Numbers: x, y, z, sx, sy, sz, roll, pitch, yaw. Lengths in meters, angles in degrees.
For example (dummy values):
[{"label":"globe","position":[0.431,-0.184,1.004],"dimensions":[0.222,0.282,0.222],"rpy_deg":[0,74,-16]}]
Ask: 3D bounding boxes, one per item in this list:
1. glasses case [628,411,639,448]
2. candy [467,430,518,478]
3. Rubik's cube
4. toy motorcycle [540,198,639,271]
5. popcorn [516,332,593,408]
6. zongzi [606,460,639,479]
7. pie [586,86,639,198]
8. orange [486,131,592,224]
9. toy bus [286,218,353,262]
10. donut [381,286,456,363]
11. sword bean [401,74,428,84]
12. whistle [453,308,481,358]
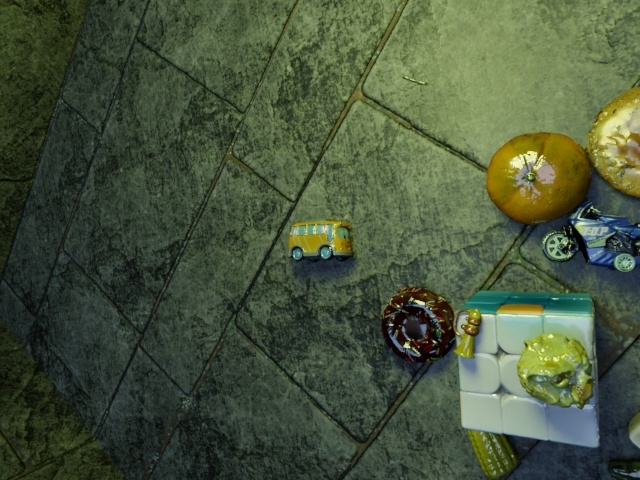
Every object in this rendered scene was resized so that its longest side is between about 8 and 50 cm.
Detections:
[{"label":"glasses case","position":[0.866,0.377,1.044],"dimensions":[0.144,0.076,0.337],"rpy_deg":[39,120,22]},{"label":"candy","position":[0.462,0.548,1.301],"dimensions":[0.106,0.094,0.199],"rpy_deg":[-34,72,32]},{"label":"Rubik's cube","position":[0.507,0.286,1.138],"dimensions":[0.290,0.291,0.291],"rpy_deg":[-2,93,29]},{"label":"toy motorcycle","position":[0.703,-0.010,1.114],"dimensions":[0.315,0.113,0.169],"rpy_deg":[8,89,19]},{"label":"popcorn","position":[0.463,0.257,0.930],"dimensions":[0.135,0.162,0.142],"rpy_deg":[153,127,-62]},{"label":"zongzi","position":[0.781,0.602,1.158],"dimensions":[0.104,0.052,0.113],"rpy_deg":[-15,100,36]},{"label":"pie","position":[0.757,-0.228,1.077],"dimensions":[0.273,0.069,0.274],"rpy_deg":[-4,83,40]},{"label":"orange","position":[0.535,-0.156,1.155],"dimensions":[0.240,0.171,0.240],"rpy_deg":[2,94,27]},{"label":"toy bus","position":[0.000,0.000,1.491],"dimensions":[0.209,0.126,0.136],"rpy_deg":[-2,84,29]},{"label":"donut","position":[0.280,0.256,1.377],"dimensions":[0.235,0.089,0.235],"rpy_deg":[4,98,28]},{"label":"sword bean","position":[0.275,-0.468,1.363],"dimensions":[0.083,0.012,0.012],"rpy_deg":[28,107,22]},{"label":"whistle","position":[0.330,0.203,1.048],"dimensions":[0.046,0.057,0.109],"rpy_deg":[10,92,-17]}]
